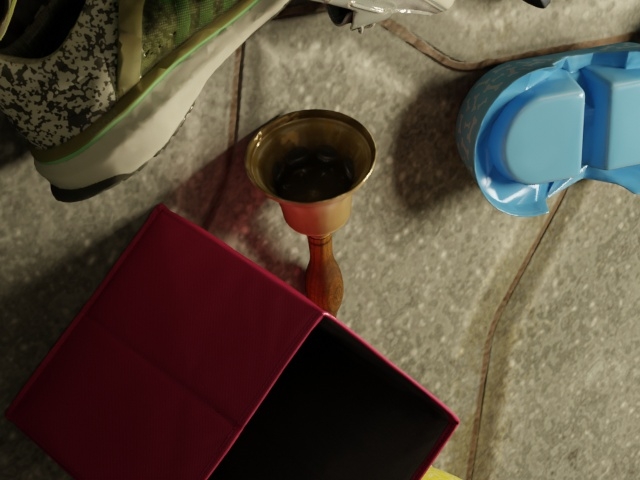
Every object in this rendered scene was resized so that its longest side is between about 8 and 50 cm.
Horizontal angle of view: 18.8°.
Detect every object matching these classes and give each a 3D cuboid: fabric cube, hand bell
[{"bbox_3d":[-0.082,0.167,1.799,0.259,0.258,0.254,-55,138,-5],"label":"fabric cube"},{"bbox_3d":[0.000,0.000,1.912,0.126,0.126,0.242,-35,143,-24],"label":"hand bell"}]

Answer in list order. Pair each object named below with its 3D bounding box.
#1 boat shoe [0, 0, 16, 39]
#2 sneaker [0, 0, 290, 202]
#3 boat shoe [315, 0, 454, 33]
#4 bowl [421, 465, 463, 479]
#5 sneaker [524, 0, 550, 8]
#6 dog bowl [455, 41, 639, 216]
[{"bbox_3d":[-0.284,-0.205,1.527,0.109,0.091,0.305,26,94,-47],"label":"boat shoe"},{"bbox_3d":[-0.139,-0.233,1.620,0.182,0.158,0.410,43,78,-34],"label":"sneaker"},{"bbox_3d":[0.029,-0.241,1.815,0.227,0.079,0.081,13,112,-41],"label":"boat shoe"},{"bbox_3d":[0.069,0.306,2.065,0.289,0.289,0.156,23,53,-47],"label":"bowl"},{"bbox_3d":[0.193,-0.313,1.923,0.082,0.069,0.209,-54,137,-11],"label":"sneaker"},{"bbox_3d":[0.275,-0.127,2.056,0.297,0.074,0.166,-12,117,-24],"label":"dog bowl"}]
